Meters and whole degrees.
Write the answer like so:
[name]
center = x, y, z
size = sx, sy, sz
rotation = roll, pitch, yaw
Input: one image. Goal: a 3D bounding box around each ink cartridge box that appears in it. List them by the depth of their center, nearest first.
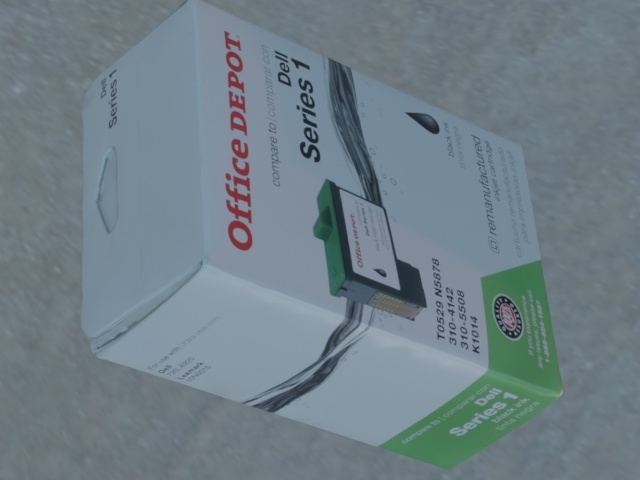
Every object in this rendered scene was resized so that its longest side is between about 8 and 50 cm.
[ink cartridge box]
center = 0.000, 0.000, 0.931
size = 0.219, 0.160, 0.092
rotation = 21, 138, -34
